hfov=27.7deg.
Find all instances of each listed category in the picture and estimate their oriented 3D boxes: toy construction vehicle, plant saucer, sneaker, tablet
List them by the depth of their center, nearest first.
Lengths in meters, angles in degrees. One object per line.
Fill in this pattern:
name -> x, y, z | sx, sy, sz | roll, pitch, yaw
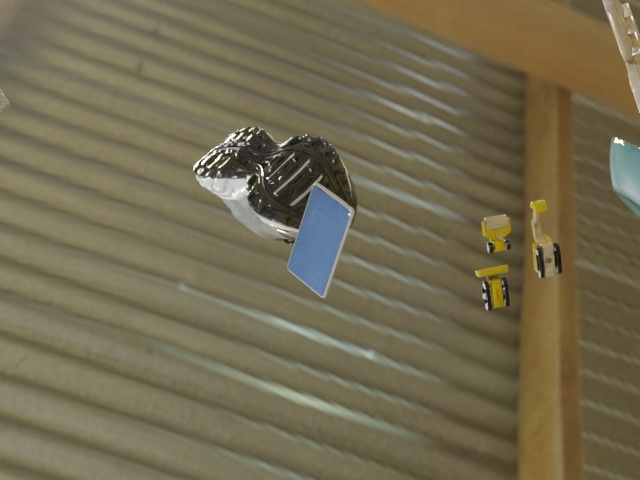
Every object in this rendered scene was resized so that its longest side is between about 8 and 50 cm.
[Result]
plant saucer -> 0.184, -0.006, 0.635 | 0.119, 0.021, 0.119 | 38, -174, -5
tablet -> 0.000, 0.000, 1.077 | 0.006, 0.083, 0.054 | -3, -150, -42
sneaker -> -0.030, -0.043, 1.309 | 0.100, 0.108, 0.271 | -42, -154, -11
toy construction vehicle -> 0.196, 0.013, 1.311 | 0.086, 0.098, 0.035 | -14, -160, -7

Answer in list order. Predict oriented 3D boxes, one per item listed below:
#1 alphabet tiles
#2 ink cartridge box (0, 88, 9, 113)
alphabet tiles -> 0.326, -0.137, 1.273 | 0.021, 0.278, 0.284 | -19, -159, 17
ink cartridge box -> -0.401, -0.108, 1.053 | 0.100, 0.172, 0.237 | 18, -124, 43
